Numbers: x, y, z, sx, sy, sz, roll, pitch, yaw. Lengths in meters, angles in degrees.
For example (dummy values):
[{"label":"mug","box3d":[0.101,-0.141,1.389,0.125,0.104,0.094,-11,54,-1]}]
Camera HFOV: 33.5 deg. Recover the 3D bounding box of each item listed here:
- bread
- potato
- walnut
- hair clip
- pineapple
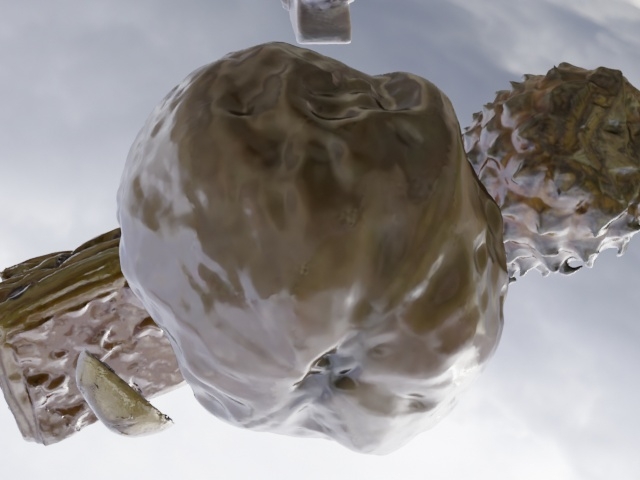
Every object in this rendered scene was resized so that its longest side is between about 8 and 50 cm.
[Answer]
[{"label":"bread","box3d":[-0.303,0.105,1.457,0.324,0.277,0.167,-26,-136,-24]},{"label":"potato","box3d":[-0.145,0.121,0.771,0.093,0.036,0.037,47,167,-27]},{"label":"walnut","box3d":[-0.003,0.000,0.676,0.273,0.227,0.273,10,-147,-6]},{"label":"hair clip","box3d":[-0.009,-0.328,1.252,0.085,0.101,0.331,1,-150,-12]},{"label":"pineapple","box3d":[0.159,-0.037,0.959,0.175,0.175,0.361,17,164,-18]}]
